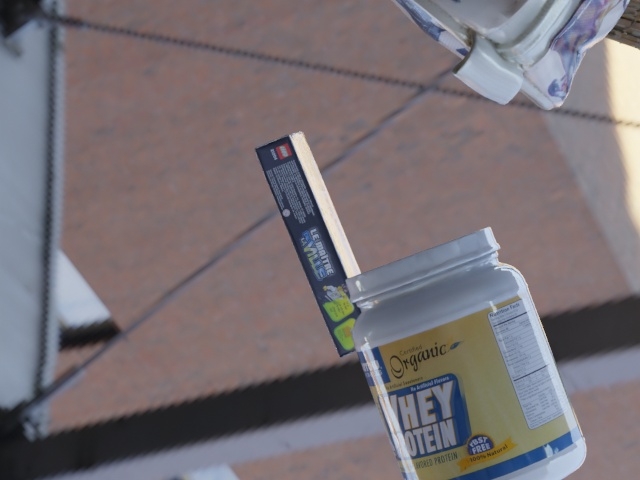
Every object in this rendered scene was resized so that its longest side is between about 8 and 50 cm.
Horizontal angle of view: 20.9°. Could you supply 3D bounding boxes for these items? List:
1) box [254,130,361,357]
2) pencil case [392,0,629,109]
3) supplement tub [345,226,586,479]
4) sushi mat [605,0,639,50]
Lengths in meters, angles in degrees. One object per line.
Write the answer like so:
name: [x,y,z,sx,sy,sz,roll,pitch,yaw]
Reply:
box: [0.000,0.000,1.616,0.036,0.207,0.114,-22,-178,7]
pencil case: [0.201,-0.259,1.038,0.410,0.160,0.183,-47,-159,2]
supplement tub: [0.110,0.103,1.354,0.144,0.199,0.144,-21,178,-1]
sushi mat: [0.288,-0.234,1.484,0.151,0.019,0.316,-54,-171,8]
